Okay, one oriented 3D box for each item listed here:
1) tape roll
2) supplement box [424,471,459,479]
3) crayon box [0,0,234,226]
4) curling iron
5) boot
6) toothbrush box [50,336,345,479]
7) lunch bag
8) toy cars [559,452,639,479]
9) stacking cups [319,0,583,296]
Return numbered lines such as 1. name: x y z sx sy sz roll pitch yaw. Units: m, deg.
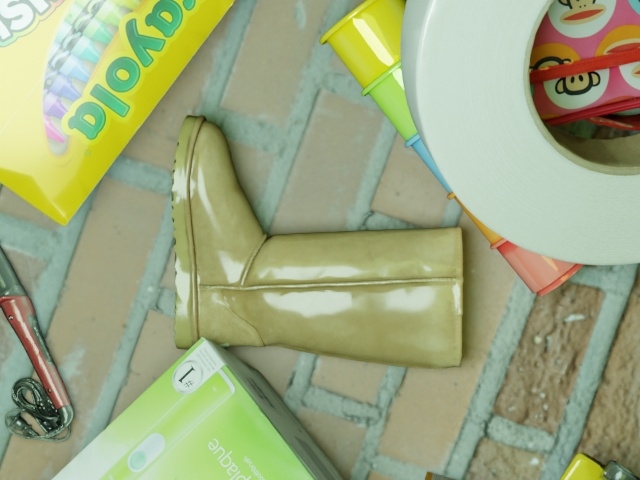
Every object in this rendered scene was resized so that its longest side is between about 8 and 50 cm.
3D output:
1. tape roll: 0.263 -0.163 1.570 0.392 0.072 0.392 -4 115 -9
2. supplement box: 0.142 0.250 1.736 0.098 0.062 0.036 15 92 5
3. crayon box: -0.255 -0.252 1.696 0.313 0.106 0.363 36 95 -13
4. curling iron: -0.306 0.069 1.783 0.068 0.035 0.274 -20 90 5
5. boot: 0.000 0.000 1.734 0.269 0.089 0.236 1 102 5
6. toothbrush box: -0.129 0.265 1.693 0.283 0.122 0.206 -43 59 6
7. lunch bag: 0.265 -0.217 1.651 0.293 0.120 0.258 -13 116 -6
8. toy cars: 0.392 0.257 1.708 0.393 0.087 0.176 -7 96 2
9. stacking cups: 0.128 -0.088 1.723 0.096 0.096 0.316 -36 93 5
